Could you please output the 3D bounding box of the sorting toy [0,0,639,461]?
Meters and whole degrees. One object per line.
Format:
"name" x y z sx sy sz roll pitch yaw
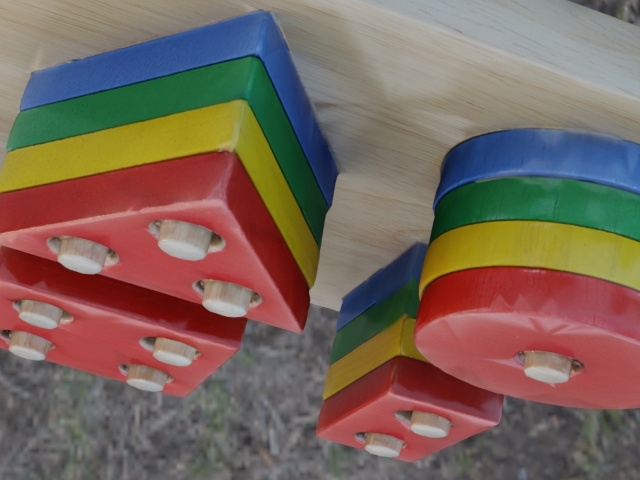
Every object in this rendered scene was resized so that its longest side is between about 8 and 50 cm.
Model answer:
"sorting toy" 0.000 0.000 0.543 0.257 0.089 0.255 18 159 -13
